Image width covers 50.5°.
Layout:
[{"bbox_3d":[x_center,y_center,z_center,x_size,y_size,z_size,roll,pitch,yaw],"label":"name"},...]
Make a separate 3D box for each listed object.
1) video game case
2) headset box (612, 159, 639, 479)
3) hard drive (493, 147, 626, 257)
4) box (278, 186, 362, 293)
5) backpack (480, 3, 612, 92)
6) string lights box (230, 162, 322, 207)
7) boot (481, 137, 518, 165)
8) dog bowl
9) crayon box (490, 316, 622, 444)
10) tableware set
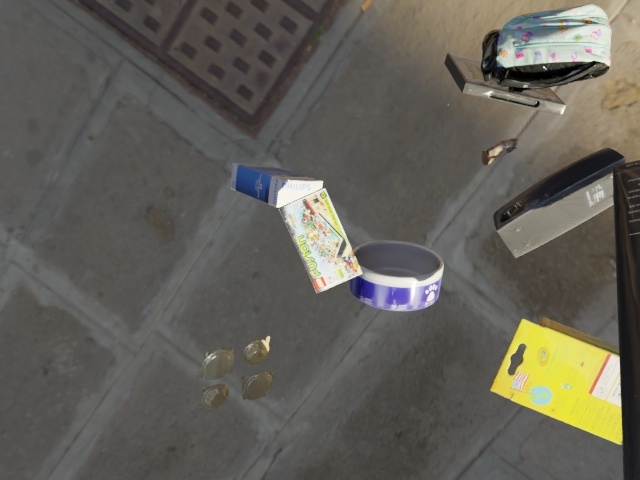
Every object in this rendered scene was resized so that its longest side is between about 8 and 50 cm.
[{"bbox_3d":[0.451,-0.395,1.694,0.248,0.275,0.035,11,118,-6],"label":"video game case"},{"bbox_3d":[0.352,0.068,0.469,0.246,0.131,0.283,-14,60,41],"label":"headset box"},{"bbox_3d":[0.457,-0.071,1.290,0.254,0.172,0.054,-32,58,15],"label":"hard drive"},{"bbox_3d":[0.000,0.000,1.498,0.114,0.036,0.207,-25,98,-1],"label":"box"},{"bbox_3d":[0.355,-0.296,1.057,0.181,0.152,0.115,0,99,31],"label":"backpack"},{"bbox_3d":[-0.121,-0.148,1.799,0.133,0.259,0.077,0,104,-34],"label":"string lights box"},{"bbox_3d":[0.486,-0.240,1.832,0.086,0.118,0.042,-20,82,0],"label":"boot"},{"bbox_3d":[0.214,0.096,1.940,0.264,0.265,0.104,7,113,9],"label":"dog bowl"},{"bbox_3d":[0.580,0.313,1.579,0.318,0.081,0.202,22,105,7],"label":"crayon box"},{"bbox_3d":[-0.154,0.246,1.249,0.020,0.168,0.141,38,127,46],"label":"tableware set"}]
